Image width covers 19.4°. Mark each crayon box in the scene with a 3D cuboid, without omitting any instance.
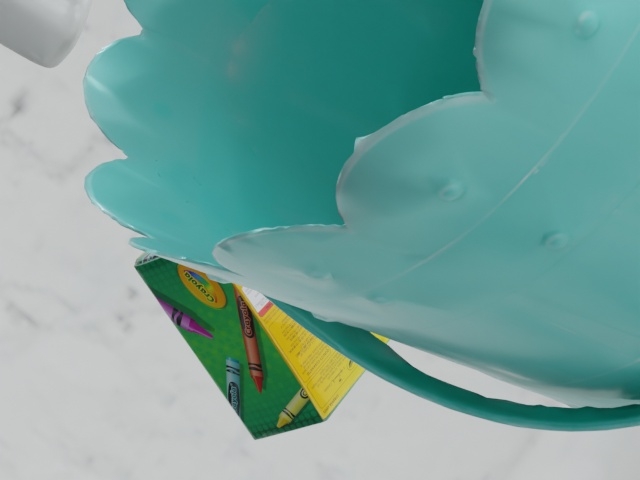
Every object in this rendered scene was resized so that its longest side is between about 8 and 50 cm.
[{"bbox_3d":[0.000,0.000,1.432,0.081,0.278,0.165,-19,-70,43],"label":"crayon box"}]

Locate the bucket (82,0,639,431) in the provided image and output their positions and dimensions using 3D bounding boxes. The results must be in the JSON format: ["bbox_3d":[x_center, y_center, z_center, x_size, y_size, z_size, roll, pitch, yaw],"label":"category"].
[{"bbox_3d":[0.069,-0.080,0.621,0.183,0.281,0.281,25,-20,-28],"label":"bucket"}]

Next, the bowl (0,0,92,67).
[{"bbox_3d":[-0.215,-0.207,1.323,0.142,0.142,0.053,33,-51,-28],"label":"bowl"}]
